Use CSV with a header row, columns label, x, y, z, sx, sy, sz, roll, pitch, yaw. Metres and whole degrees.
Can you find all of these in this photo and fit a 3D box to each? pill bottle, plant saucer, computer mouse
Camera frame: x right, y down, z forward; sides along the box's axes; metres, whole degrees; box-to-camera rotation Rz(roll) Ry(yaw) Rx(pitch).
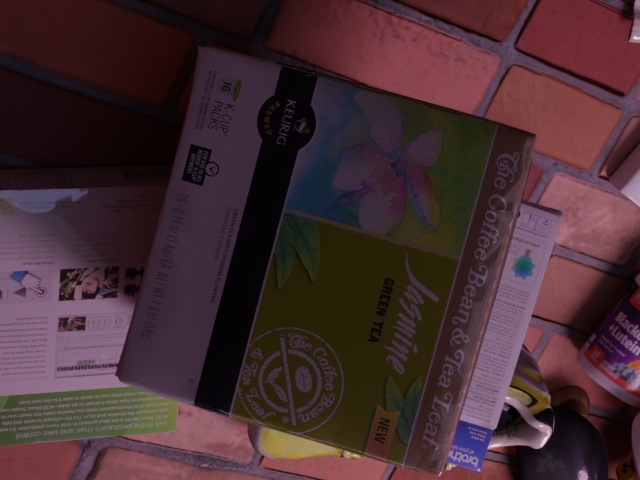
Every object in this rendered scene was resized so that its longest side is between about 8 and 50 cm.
label,x,y,z,sx,sy,sz,roll,pitch,yaw
pill bottle,0.423,0.106,1.745,0.108,0.108,0.193,26,106,-31
plant saucer,0.326,0.233,1.835,0.083,0.015,0.083,-10,120,-17
computer mouse,0.333,0.341,1.820,0.072,0.188,0.272,-52,131,-45

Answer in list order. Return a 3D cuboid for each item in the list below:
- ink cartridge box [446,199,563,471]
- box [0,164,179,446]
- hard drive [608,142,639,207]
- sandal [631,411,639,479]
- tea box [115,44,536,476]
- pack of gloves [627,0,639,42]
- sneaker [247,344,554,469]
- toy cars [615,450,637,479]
label,x,y,z,sx,sy,sz,roll,pitch,yaw
ink cartridge box,0.141,0.088,1.563,0.185,0.065,0.311,18,86,-13
box,-0.260,0.074,1.487,0.232,0.058,0.322,-2,117,-21
hard drive,0.547,-0.144,1.687,0.233,0.047,0.353,34,101,-30
sandal,0.481,0.370,1.803,0.102,0.169,0.416,-18,134,30
tea box,0.014,0.011,1.338,0.323,0.220,0.329,15,96,6
pack of gloves,0.480,-0.304,1.545,0.232,0.046,0.195,4,111,-12
sneaker,0.104,0.201,1.649,0.384,0.147,0.145,-9,122,-16
toy cars,0.520,0.200,1.857,0.176,0.087,0.394,17,107,-34
